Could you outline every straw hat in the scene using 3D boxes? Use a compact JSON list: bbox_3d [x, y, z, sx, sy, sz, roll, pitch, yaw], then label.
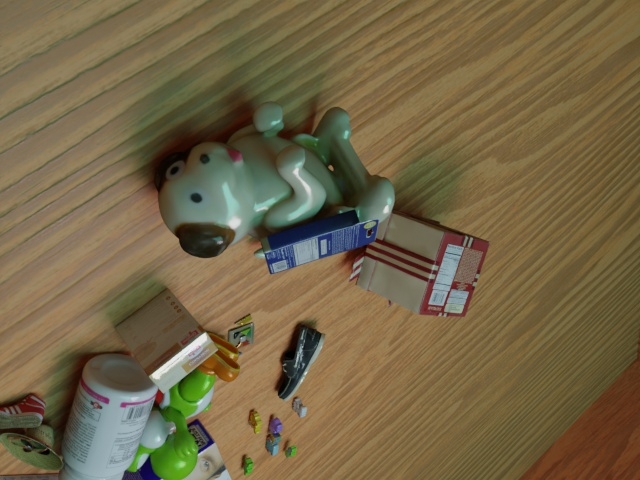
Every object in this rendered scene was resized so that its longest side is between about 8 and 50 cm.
[{"bbox_3d":[-0.593,0.420,1.361,0.061,0.144,0.144,-71,155,-45],"label":"straw hat"}]

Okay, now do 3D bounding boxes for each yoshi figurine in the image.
[{"bbox_3d":[-0.307,0.414,1.517,0.362,0.203,0.203,-52,143,3],"label":"yoshi figurine"}]

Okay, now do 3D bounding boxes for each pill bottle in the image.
[{"bbox_3d":[-0.463,0.402,1.394,0.160,0.160,0.283,7,111,-43],"label":"pill bottle"}]

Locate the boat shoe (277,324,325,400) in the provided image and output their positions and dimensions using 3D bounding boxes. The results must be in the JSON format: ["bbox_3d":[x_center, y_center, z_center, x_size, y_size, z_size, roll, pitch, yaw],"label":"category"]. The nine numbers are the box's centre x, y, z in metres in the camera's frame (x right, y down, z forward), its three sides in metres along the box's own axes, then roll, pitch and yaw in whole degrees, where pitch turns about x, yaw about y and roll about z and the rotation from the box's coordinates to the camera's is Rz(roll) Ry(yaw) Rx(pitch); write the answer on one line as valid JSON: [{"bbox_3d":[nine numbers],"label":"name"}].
[{"bbox_3d":[-0.068,0.335,1.767,0.079,0.084,0.233,24,110,-8],"label":"boat shoe"}]

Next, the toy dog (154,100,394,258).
[{"bbox_3d":[-0.131,-0.104,1.318,0.408,0.284,0.395,-4,155,-41],"label":"toy dog"}]

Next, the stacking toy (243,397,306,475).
[{"bbox_3d":[-0.137,0.563,1.859,0.167,0.052,0.221,-8,123,-35],"label":"stacking toy"}]

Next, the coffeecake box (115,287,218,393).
[{"bbox_3d":[-0.328,0.208,1.367,0.142,0.185,0.068,-38,134,-16],"label":"coffeecake box"}]

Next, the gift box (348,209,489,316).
[{"bbox_3d":[0.247,0.071,1.716,0.255,0.258,0.276,16,97,-45],"label":"gift box"}]

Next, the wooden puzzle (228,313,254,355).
[{"bbox_3d":[-0.199,0.245,1.627,0.078,0.014,0.116,-21,128,-29],"label":"wooden puzzle"}]

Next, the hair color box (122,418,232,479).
[{"bbox_3d":[-0.407,0.628,1.625,0.339,0.110,0.185,-31,131,-24],"label":"hair color box"}]

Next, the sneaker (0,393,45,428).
[{"bbox_3d":[-0.623,0.346,1.316,0.118,0.067,0.042,7,117,-10],"label":"sneaker"}]

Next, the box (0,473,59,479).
[{"bbox_3d":[-0.621,0.592,1.420,0.203,0.103,0.114,19,103,-45],"label":"box"}]

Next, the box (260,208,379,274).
[{"bbox_3d":[0.000,0.000,1.255,0.225,0.036,0.136,-16,160,-5],"label":"box"}]
